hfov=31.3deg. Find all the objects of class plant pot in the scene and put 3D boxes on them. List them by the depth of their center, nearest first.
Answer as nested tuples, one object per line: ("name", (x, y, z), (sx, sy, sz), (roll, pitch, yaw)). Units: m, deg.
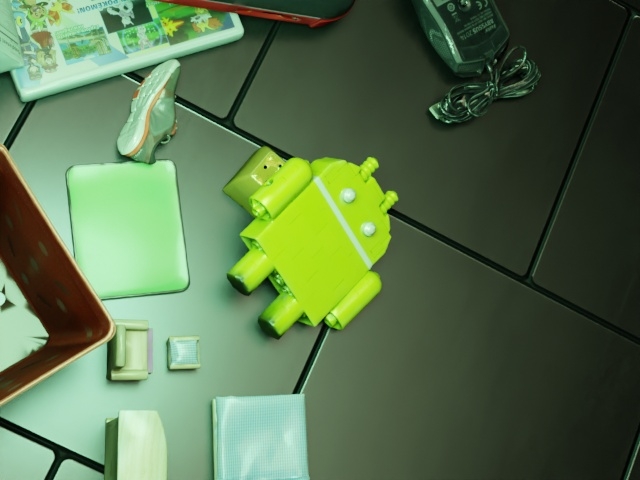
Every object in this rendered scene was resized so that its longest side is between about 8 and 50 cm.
("plant pot", (-0.435, 0.082, 1.362), (0.267, 0.236, 0.267), (-32, 88, -20))
("plant pot", (-0.074, -0.082, 1.578), (0.081, 0.083, 0.081), (40, 71, -4))

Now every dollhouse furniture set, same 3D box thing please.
("dollhouse furniture set", (-0.112, 0.239, 1.441), (0.303, 0.198, 0.286), (2, 78, -16))

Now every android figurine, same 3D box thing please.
("android figurine", (0.000, 0.000, 1.557), (0.273, 0.056, 0.248), (-43, 121, -22))

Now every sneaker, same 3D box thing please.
("sneaker", (-0.225, -0.174, 1.579), (0.065, 0.061, 0.158), (35, 70, -35))

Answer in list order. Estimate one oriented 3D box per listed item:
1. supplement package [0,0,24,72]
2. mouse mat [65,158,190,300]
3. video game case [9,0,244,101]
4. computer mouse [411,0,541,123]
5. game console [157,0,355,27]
("supplement package", (-0.486, -0.336, 1.463), (0.134, 0.139, 0.244), (-14, 84, 3))
("mouse mat", (-0.261, -0.016, 1.552), (0.153, 0.007, 0.189), (-5, 79, -17))
("video game case", (-0.310, -0.377, 1.599), (0.329, 0.036, 0.300), (-20, 85, -19))
("computer mouse", (0.203, -0.322, 1.719), (0.188, 0.072, 0.272), (-26, 99, -21))
("game console", (-0.129, -0.484, 1.621), (0.387, 0.060, 0.342), (4, 78, -28))
